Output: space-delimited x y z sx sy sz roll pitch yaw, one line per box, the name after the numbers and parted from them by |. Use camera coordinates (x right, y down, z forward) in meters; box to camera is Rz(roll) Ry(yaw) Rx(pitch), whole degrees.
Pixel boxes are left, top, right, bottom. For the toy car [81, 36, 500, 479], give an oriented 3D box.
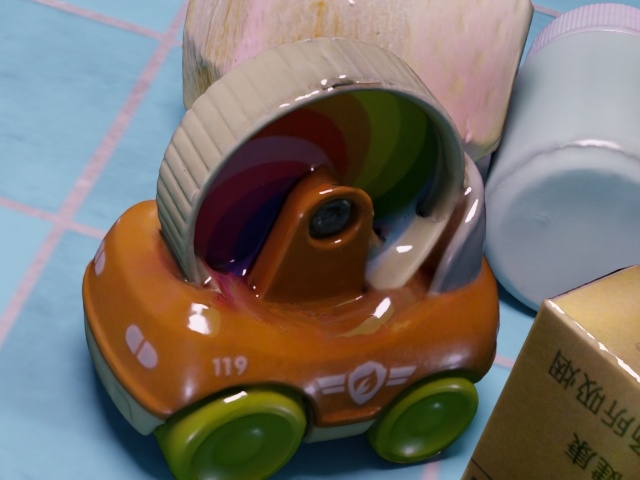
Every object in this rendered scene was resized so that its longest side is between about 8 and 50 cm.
0.000 0.000 0.725 0.235 0.235 0.145 -5 42 -28 | toy car

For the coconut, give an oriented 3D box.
0.020 -0.116 0.904 0.197 0.237 0.237 12 34 -31 | coconut

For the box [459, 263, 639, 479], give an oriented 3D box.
0.121 0.149 0.560 0.071 0.240 0.159 -20 49 -41 | box

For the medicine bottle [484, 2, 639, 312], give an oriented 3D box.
0.185 -0.059 0.947 0.139 0.139 0.225 19 36 1 | medicine bottle
